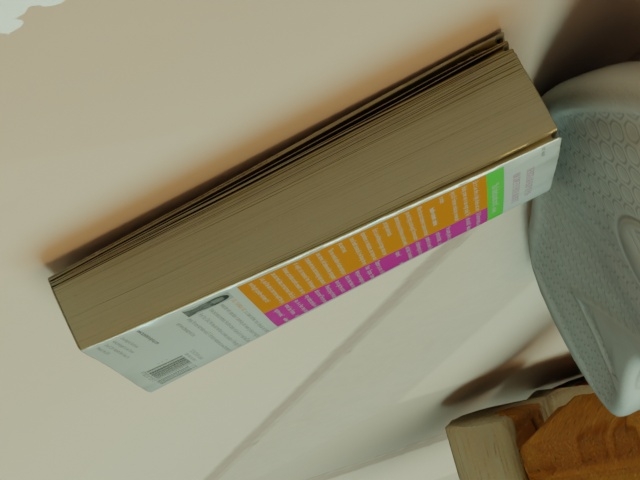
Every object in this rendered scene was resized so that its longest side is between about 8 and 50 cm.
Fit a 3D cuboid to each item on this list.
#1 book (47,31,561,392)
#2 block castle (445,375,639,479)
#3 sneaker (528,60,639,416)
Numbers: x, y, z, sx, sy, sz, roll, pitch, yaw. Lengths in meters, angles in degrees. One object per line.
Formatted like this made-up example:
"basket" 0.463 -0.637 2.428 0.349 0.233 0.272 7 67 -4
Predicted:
"book" 0.000 0.000 0.538 0.144 0.035 0.096 -27 165 0
"block castle" 0.312 0.132 0.920 0.453 0.213 0.303 -13 176 -36
"sneaker" 0.155 -0.021 0.598 0.147 0.105 0.296 -28 168 -3
